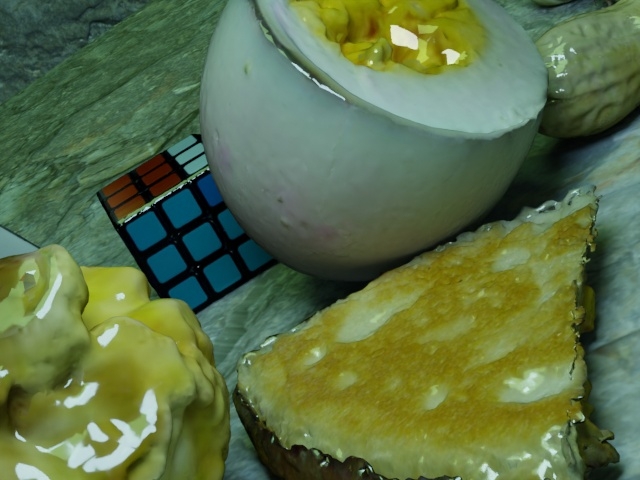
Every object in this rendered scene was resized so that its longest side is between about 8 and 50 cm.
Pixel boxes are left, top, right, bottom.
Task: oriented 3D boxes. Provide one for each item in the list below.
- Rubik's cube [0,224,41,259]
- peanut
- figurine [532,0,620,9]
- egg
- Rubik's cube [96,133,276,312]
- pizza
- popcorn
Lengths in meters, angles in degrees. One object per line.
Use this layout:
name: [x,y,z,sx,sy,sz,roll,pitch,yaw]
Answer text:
Rubik's cube: [-0.536,0.117,1.466,0.305,0.301,0.303,-49,16,27]
peanut: [0.362,-0.226,1.481,0.313,0.149,0.149,-32,24,-8]
figurine: [0.409,-0.428,1.778,0.274,0.227,0.394,-54,18,-19]
egg: [0.029,-0.106,1.379,0.339,0.355,0.354,-63,-2,40]
Rubik's cube: [-0.170,-0.021,1.615,0.161,0.162,0.163,-33,23,-7]
pizza: [0.079,0.127,1.160,0.392,0.080,0.435,-18,25,23]
popcorn: [-0.259,0.201,1.106,0.354,0.344,0.390,3,-35,-48]
